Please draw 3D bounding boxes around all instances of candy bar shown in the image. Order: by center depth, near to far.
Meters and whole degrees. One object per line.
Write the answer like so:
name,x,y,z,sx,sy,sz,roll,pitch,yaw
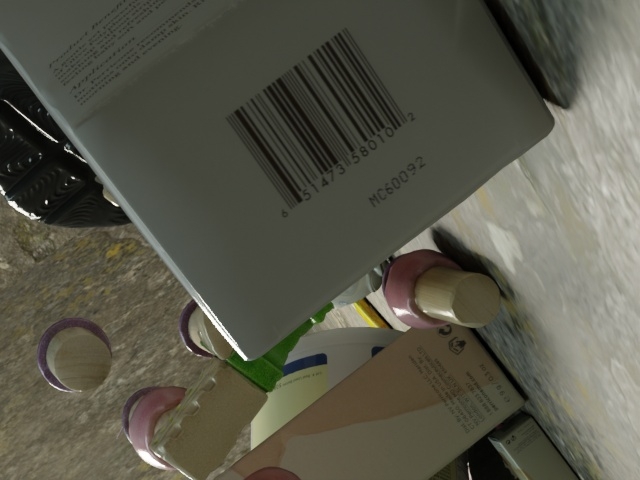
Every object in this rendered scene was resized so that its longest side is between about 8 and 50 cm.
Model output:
candy bar,0.060,0.092,2.196,0.161,0.018,0.040,49,170,42

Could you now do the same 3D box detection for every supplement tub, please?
supplement tub,0.042,0.281,1.764,0.235,0.235,0.324,60,-156,-53

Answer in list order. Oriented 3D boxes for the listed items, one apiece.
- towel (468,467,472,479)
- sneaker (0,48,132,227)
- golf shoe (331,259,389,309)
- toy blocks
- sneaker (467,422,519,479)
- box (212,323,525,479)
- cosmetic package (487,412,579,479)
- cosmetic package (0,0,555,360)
towel,0.238,0.326,2.013,0.332,0.053,0.317,52,175,15
sneaker,-0.215,-0.152,1.597,0.447,0.169,0.257,22,-144,-59
golf shoe,0.000,0.000,1.743,0.176,0.086,0.069,50,176,42
toy blocks,-0.072,0.051,1.327,0.309,0.288,0.260,38,173,-15
sneaker,0.208,0.265,1.783,0.178,0.072,0.077,60,-176,-16
box,0.029,0.202,1.563,0.121,0.311,0.148,53,175,6
cosmetic package,0.212,0.222,1.582,0.115,0.041,0.060,53,175,0
cosmetic package,-0.055,-0.106,0.912,0.155,0.197,0.365,54,176,-24
